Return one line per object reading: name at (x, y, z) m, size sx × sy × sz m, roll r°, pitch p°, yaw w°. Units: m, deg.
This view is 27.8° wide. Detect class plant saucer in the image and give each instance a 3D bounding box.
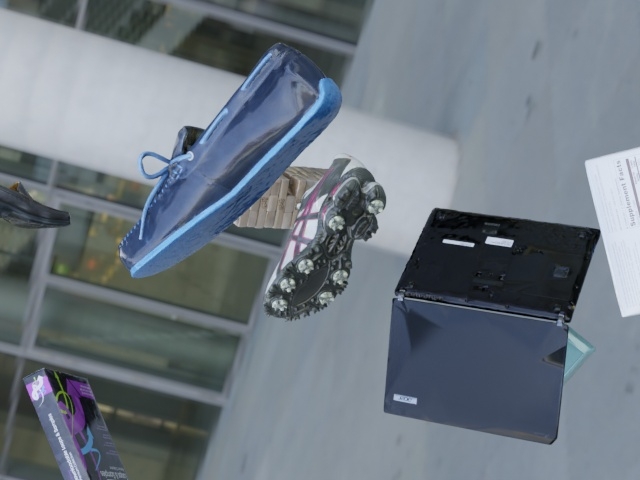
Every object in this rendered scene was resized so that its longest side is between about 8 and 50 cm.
plant saucer at (0.328, 0.174, 1.833) m, size 0.018 × 0.067 × 0.192 m, roll -45°, pitch -12°, yaw -26°

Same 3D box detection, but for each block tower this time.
block tower at (-0.067, -0.075, 2.208) m, size 0.091 × 0.335 × 0.097 m, roll 35°, pitch 119°, yaw 52°

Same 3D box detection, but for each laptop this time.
laptop at (0.223, 0.103, 1.687) m, size 0.136 × 0.234 × 0.264 m, roll 76°, pitch -149°, yaw -43°

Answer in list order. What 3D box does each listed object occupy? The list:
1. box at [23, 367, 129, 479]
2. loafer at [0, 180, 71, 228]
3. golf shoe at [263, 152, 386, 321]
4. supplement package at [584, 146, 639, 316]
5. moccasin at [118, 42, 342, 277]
box at (-0.241, 0.213, 1.326) m, size 0.162 × 0.029 × 0.116 m, roll 65°, pitch -174°, yaw 15°
loafer at (-0.418, -0.053, 1.787) m, size 0.062 × 0.170 × 0.061 m, roll -7°, pitch 75°, yaw 44°
golf shoe at (0.000, 0.000, 1.904) m, size 0.273 × 0.105 × 0.120 m, roll -55°, pitch 33°, yaw 23°
supplement package at (0.450, -0.020, 1.697) m, size 0.262 × 0.145 × 0.204 m, roll -5°, pitch -99°, yaw -73°
moccasin at (-0.122, -0.095, 1.545) m, size 0.342 × 0.117 × 0.138 m, roll -42°, pitch -11°, yaw 14°
